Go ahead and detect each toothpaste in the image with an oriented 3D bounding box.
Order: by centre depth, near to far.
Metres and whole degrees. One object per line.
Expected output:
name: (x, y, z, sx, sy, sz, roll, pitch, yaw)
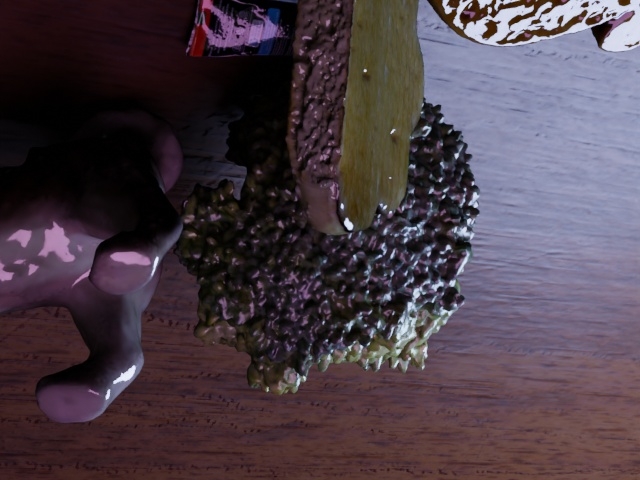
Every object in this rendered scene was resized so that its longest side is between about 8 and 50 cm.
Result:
toothpaste: (-0.014, -0.181, 1.432, 0.193, 0.045, 0.071, 0, 121, -21)

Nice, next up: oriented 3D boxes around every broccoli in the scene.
broccoli: (0.011, 0.002, 1.456, 0.288, 0.235, 0.260, -11, 125, -31)

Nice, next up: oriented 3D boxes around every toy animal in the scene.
toy animal: (-0.269, -0.013, 1.327, 0.344, 0.302, 0.194, 3, 126, 0)

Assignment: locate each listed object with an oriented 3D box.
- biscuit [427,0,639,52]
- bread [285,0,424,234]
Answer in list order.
biscuit: (0.249, -0.306, 1.439, 0.394, 0.070, 0.350, -20, 138, -11)
bread: (0.029, -0.133, 1.300, 0.056, 0.286, 0.207, 3, 167, 18)
